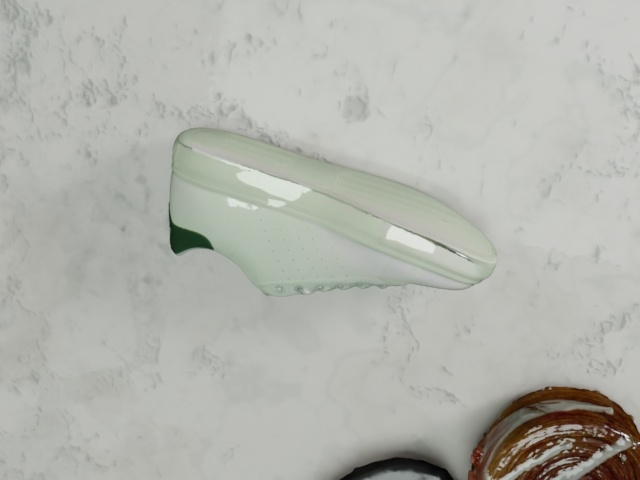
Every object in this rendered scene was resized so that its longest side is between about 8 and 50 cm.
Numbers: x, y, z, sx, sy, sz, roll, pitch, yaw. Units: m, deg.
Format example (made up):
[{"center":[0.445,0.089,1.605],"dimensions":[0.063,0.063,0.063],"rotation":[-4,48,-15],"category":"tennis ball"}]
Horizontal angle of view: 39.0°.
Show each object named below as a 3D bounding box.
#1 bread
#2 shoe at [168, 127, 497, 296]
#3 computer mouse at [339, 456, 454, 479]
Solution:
[{"center":[0.200,0.204,0.745],"dimensions":[0.160,0.073,0.160],"rotation":[0,107,1],"category":"bread"},{"center":[0.000,0.000,0.717],"dimensions":[0.265,0.095,0.110],"rotation":[23,113,7],"category":"shoe"},{"center":[0.097,0.314,0.788],"dimensions":[0.137,0.086,0.269],"rotation":[-29,85,3],"category":"computer mouse"}]
